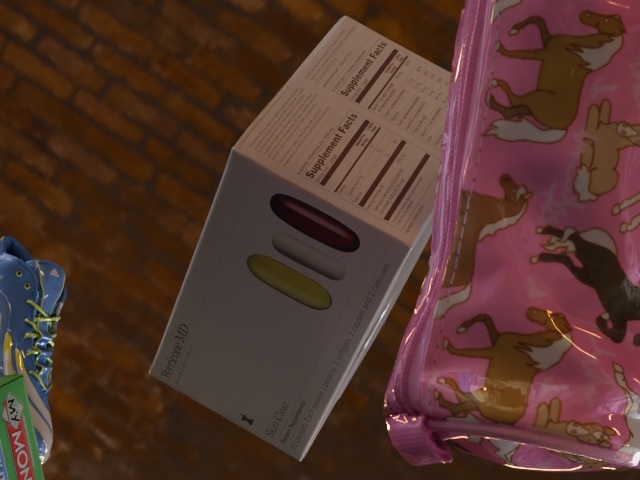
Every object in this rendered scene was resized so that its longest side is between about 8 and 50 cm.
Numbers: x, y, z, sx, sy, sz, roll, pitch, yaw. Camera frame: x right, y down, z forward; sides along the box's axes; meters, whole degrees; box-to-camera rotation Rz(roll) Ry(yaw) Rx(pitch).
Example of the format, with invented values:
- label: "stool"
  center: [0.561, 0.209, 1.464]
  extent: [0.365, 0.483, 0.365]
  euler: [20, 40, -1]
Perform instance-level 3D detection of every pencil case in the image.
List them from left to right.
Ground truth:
- label: "pencil case"
  center: [0.138, -0.059, 0.831]
  extent: [0.167, 0.160, 0.386]
  euler: [7, -95, 15]

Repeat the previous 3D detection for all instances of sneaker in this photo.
- label: "sneaker"
  center: [-0.282, 0.087, 1.371]
  extent: [0.126, 0.091, 0.240]
  euler: [-46, -127, 15]

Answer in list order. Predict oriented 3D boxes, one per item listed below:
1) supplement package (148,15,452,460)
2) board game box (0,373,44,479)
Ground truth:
- label: "supplement package"
  center: [0.000, 0.000, 1.166]
  extent: [0.145, 0.204, 0.262]
  euler: [29, -46, 6]
- label: "board game box"
  center: [-0.248, 0.274, 1.031]
  extent: [0.046, 0.213, 0.317]
  euler: [-7, -82, 22]
